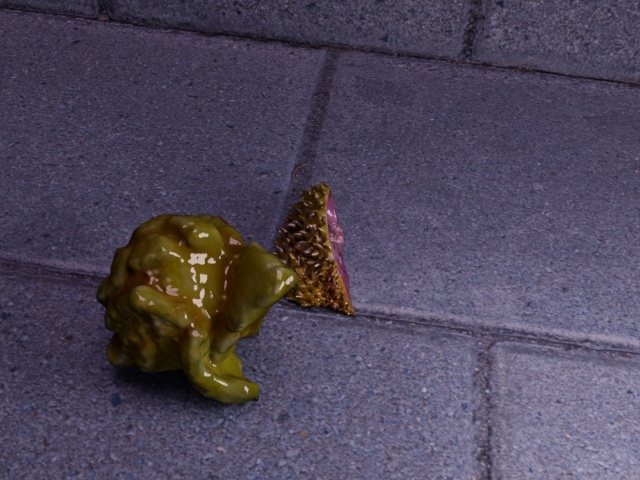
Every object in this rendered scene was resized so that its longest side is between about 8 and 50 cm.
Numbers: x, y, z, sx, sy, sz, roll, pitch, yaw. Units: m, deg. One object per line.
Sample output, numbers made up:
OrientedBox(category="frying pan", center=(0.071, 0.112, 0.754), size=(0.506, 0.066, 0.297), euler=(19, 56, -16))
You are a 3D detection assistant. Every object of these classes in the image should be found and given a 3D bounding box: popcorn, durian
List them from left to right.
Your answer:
OrientedBox(category="popcorn", center=(-0.202, 0.115, 1.413), size=(0.290, 0.326, 0.321), euler=(-15, -1, -17))
OrientedBox(category="durian", center=(-0.012, -0.007, 1.663), size=(0.153, 0.186, 0.260), euler=(5, 26, -10))
